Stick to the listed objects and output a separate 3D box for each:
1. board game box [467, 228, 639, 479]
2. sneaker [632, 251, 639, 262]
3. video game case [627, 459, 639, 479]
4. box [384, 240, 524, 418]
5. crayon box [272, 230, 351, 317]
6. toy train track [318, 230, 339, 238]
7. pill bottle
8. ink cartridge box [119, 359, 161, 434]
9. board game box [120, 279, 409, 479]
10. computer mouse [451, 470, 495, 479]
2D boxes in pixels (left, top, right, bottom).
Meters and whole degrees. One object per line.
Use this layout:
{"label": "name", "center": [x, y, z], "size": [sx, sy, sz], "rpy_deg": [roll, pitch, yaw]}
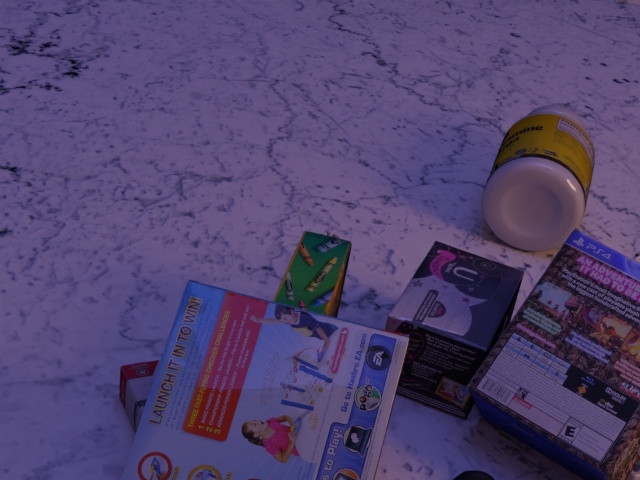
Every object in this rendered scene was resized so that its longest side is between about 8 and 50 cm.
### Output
{"label": "board game box", "center": [0.393, 0.174, 1.744], "size": [0.232, 0.141, 0.291], "rpy_deg": [30, 77, 27]}
{"label": "sneaker", "center": [0.539, 0.116, 2.071], "size": [0.118, 0.110, 0.292], "rpy_deg": [32, 45, 18]}
{"label": "video game case", "center": [0.474, 0.279, 1.856], "size": [0.183, 0.023, 0.201], "rpy_deg": [-10, 38, -31]}
{"label": "box", "center": [0.201, 0.131, 1.894], "size": [0.163, 0.142, 0.247], "rpy_deg": [20, 32, 14]}
{"label": "crayon box", "center": [-0.029, 0.128, 1.809], "size": [0.081, 0.165, 0.278], "rpy_deg": [14, 32, 5]}
{"label": "toy train track", "center": [0.000, 0.000, 2.163], "size": [0.083, 0.014, 0.048], "rpy_deg": [-19, 42, -38]}
{"label": "pill bottle", "center": [0.428, -0.133, 2.342], "size": [0.188, 0.188, 0.334], "rpy_deg": [16, 32, 9]}
{"label": "ink cartridge box", "center": [-0.206, 0.234, 1.681], "size": [0.109, 0.063, 0.150], "rpy_deg": [-6, 36, -24]}
{"label": "board game box", "center": [-0.069, 0.236, 1.553], "size": [0.302, 0.086, 0.308], "rpy_deg": [14, 66, 6]}
{"label": "computer mouse", "center": [0.178, 0.375, 1.596], "size": [0.071, 0.041, 0.242], "rpy_deg": [21, 34, 14]}
